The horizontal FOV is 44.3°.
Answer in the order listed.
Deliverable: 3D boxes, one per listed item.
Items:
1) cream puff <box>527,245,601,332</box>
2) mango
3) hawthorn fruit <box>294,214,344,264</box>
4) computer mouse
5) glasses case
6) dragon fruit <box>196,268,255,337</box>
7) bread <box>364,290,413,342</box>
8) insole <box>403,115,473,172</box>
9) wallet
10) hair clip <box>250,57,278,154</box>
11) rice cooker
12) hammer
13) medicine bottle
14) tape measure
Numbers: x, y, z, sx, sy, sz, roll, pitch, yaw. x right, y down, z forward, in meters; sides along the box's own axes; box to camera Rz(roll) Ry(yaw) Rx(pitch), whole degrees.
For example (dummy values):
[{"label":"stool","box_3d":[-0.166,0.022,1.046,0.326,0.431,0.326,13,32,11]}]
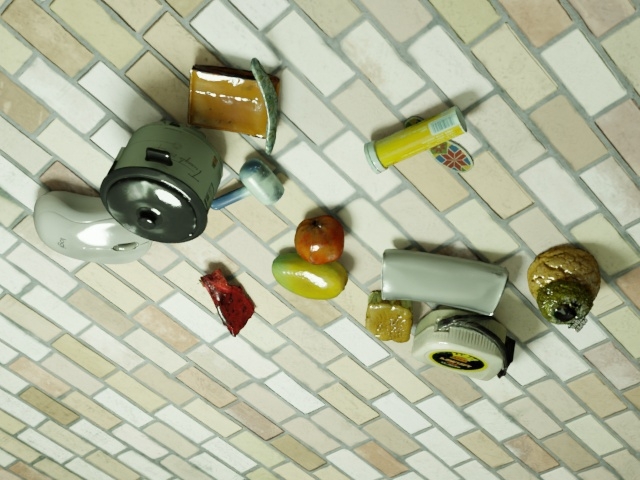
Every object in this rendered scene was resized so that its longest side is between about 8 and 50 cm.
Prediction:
[{"label":"cream puff","box_3d":[0.585,0.129,1.865,0.183,0.169,0.183,4,129,4]},{"label":"mango","box_3d":[-0.028,0.086,1.969,0.194,0.092,0.130,18,132,-1]},{"label":"hawthorn fruit","box_3d":[0.000,0.000,1.881,0.128,0.128,0.128,4,130,5]},{"label":"computer mouse","box_3d":[-0.567,-0.023,1.939,0.296,0.121,0.184,18,129,-5]},{"label":"glasses case","box_3d":[0.294,0.098,1.920,0.308,0.083,0.128,9,104,1]},{"label":"dragon fruit","box_3d":[-0.267,0.162,2.056,0.092,0.122,0.192,-5,133,31]},{"label":"bread","box_3d":[0.178,0.198,2.048,0.127,0.069,0.140,3,129,7]},{"label":"insole","box_3d":[0.260,-0.209,1.734,0.193,0.006,0.065,36,126,-21]},{"label":"wallet","box_3d":[-0.188,-0.301,1.702,0.195,0.042,0.161,7,137,-3]},{"label":"hair clip","box_3d":[-0.112,-0.278,1.651,0.036,0.066,0.229,8,134,17]},{"label":"rice cooker","box_3d":[-0.347,-0.119,1.735,0.241,0.227,0.281,15,141,-1]},{"label":"hammer","box_3d":[-0.186,-0.115,1.843,0.193,0.070,0.116,-22,125,30]},{"label":"medicine bottle","box_3d":[0.203,-0.215,1.686,0.218,0.074,0.074,-22,124,24]},{"label":"tape measure","box_3d":[0.391,0.259,2.008,0.271,0.133,0.231,20,154,-7]}]
